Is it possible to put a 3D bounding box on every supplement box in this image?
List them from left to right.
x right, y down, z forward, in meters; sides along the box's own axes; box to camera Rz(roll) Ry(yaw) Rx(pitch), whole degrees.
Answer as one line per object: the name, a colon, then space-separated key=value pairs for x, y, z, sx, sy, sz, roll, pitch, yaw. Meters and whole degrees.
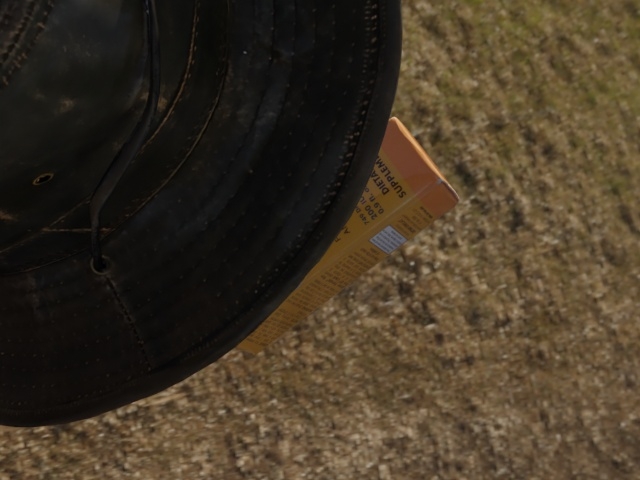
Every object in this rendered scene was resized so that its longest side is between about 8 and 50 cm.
supplement box: x=0.000 y=0.000 z=0.849 sx=0.078 sy=0.233 sz=0.080 roll=55 pitch=10 yaw=20

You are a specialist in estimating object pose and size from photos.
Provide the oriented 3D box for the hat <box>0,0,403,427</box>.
hat: x=-0.146 y=-0.070 z=0.360 sx=0.134 sy=0.331 sz=0.331 roll=-10 pitch=81 yaw=-67
